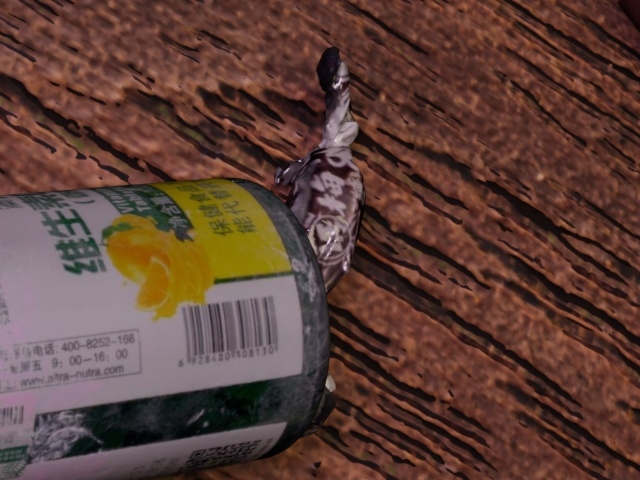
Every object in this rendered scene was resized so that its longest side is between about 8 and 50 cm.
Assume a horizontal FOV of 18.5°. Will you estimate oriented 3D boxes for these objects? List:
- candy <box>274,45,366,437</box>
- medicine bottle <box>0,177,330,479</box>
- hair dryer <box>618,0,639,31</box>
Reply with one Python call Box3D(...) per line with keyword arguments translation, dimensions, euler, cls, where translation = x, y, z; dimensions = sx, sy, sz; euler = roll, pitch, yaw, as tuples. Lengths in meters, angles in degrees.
Box3D(translation=(-0.001, 0.000, 1.035), dimensions=(0.051, 0.094, 0.226), euler=(13, 61, -10), cls="candy")
Box3D(translation=(-0.149, 0.050, 0.888), dimensions=(0.293, 0.141, 0.141), euler=(-7, 78, -33), cls="medicine bottle")
Box3D(translation=(0.376, -0.094, 1.304), dimensions=(0.312, 0.123, 0.340), euler=(52, 44, 6), cls="hair dryer")
